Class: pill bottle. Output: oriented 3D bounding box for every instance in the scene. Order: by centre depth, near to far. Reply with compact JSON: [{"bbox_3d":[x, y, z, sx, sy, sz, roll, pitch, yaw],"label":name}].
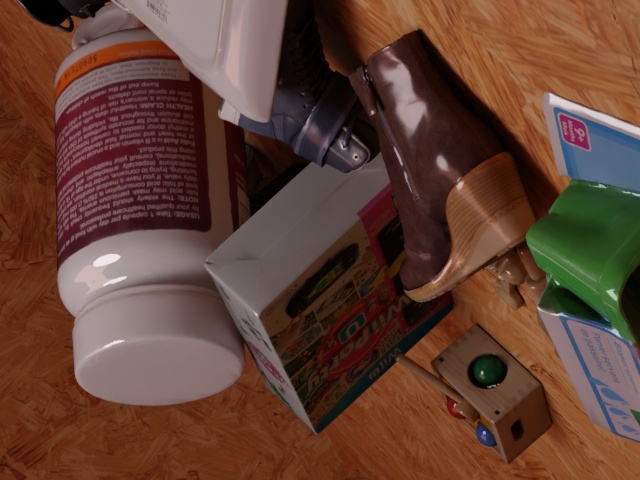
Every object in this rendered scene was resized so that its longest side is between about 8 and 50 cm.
[{"bbox_3d":[-0.191,-0.025,2.118,0.224,0.224,0.392,70,-167,-61],"label":"pill bottle"},{"bbox_3d":[-0.240,-0.217,2.446,0.108,0.108,0.180,36,163,52],"label":"pill bottle"}]

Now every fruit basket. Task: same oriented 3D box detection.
[{"bbox_3d":[0.296,0.081,1.127,0.353,0.165,0.327,35,162,44],"label":"fruit basket"}]

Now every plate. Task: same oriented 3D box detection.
[{"bbox_3d":[-0.129,-0.276,1.667,0.277,0.045,0.278,43,142,30],"label":"plate"}]

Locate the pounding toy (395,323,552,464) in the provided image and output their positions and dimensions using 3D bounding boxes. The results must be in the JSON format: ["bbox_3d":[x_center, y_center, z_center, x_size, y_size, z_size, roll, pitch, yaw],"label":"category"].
[{"bbox_3d":[0.173,0.169,2.083,0.130,0.100,0.141,43,167,32],"label":"pounding toy"}]

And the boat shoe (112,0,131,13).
[{"bbox_3d":[-0.226,-0.344,1.930,0.068,0.081,0.227,107,139,-78],"label":"boat shoe"}]

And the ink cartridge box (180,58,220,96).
[{"bbox_3d":[-0.103,-0.237,1.866,0.158,0.092,0.218,41,168,40],"label":"ink cartridge box"}]

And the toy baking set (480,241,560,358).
[{"bbox_3d":[0.170,0.019,1.774,0.197,0.030,0.256,38,164,48],"label":"toy baking set"}]

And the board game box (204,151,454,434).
[{"bbox_3d":[0.017,0.048,1.987,0.097,0.224,0.303,41,167,28],"label":"board game box"}]

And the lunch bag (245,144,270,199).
[{"bbox_3d":[-0.179,-0.029,2.380,0.279,0.224,0.107,-76,-34,-64],"label":"lunch bag"}]

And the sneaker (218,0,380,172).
[{"bbox_3d":[0.004,-0.159,1.733,0.163,0.086,0.226,29,145,6],"label":"sneaker"}]

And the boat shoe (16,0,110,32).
[{"bbox_3d":[-0.318,-0.349,2.200,0.187,0.156,0.500,52,171,-19],"label":"boat shoe"}]

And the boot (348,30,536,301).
[{"bbox_3d":[0.092,-0.063,1.648,0.207,0.090,0.248,58,156,5],"label":"boot"}]

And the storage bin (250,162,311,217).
[{"bbox_3d":[0.000,0.000,2.265,0.180,0.084,0.122,52,169,-11],"label":"storage bin"}]
